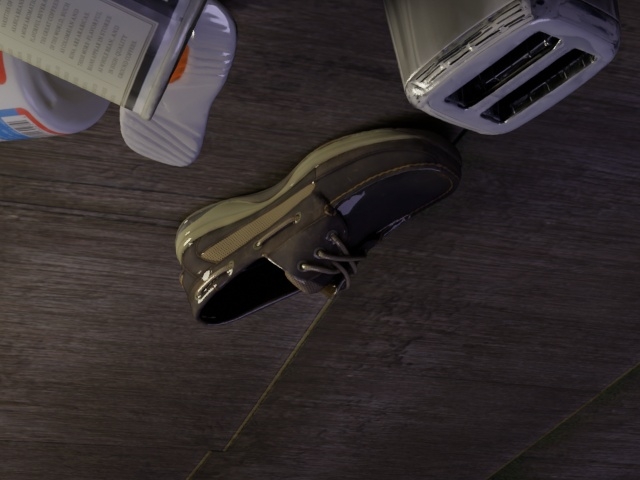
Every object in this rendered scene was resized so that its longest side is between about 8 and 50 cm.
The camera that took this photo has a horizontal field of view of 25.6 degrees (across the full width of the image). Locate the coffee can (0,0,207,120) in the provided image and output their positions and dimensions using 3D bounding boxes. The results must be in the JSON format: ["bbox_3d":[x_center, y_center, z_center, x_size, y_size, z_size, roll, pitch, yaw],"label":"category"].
[{"bbox_3d":[-0.191,-0.221,0.879,0.275,0.202,0.201,25,145,-8],"label":"coffee can"}]

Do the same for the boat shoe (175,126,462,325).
[{"bbox_3d":[0.000,0.000,1.470,0.355,0.130,0.132,-25,145,33],"label":"boat shoe"}]

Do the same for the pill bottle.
[{"bbox_3d":[-0.286,-0.141,1.154,0.221,0.124,0.124,-2,156,31],"label":"pill bottle"}]

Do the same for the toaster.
[{"bbox_3d":[0.152,-0.188,1.135,0.129,0.146,0.227,17,144,-36],"label":"toaster"}]

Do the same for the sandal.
[{"bbox_3d":[-0.129,-0.157,1.229,0.102,0.076,0.265,18,153,-5],"label":"sandal"}]
